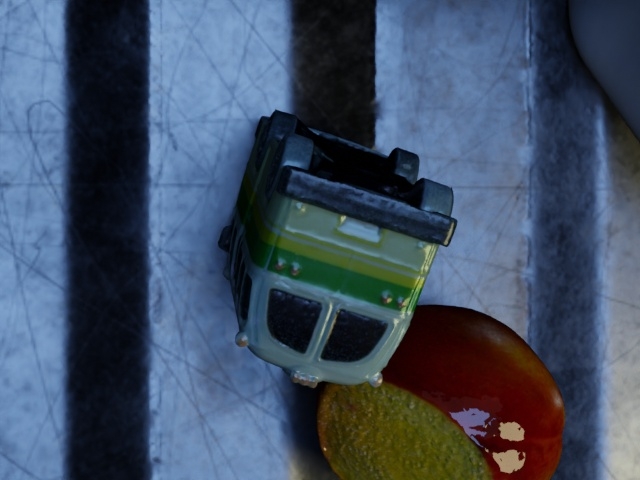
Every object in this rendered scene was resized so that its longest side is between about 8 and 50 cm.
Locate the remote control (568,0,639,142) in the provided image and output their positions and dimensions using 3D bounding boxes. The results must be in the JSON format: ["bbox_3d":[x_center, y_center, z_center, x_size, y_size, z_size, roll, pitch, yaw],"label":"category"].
[{"bbox_3d":[0.344,-0.162,1.253,0.221,0.103,0.332,-35,66,13],"label":"remote control"}]

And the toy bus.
[{"bbox_3d":[0.000,0.000,1.158,0.133,0.276,0.165,18,99,-9],"label":"toy bus"}]

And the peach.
[{"bbox_3d":[0.092,0.145,1.219,0.192,0.190,0.190,-4,92,-30],"label":"peach"}]
